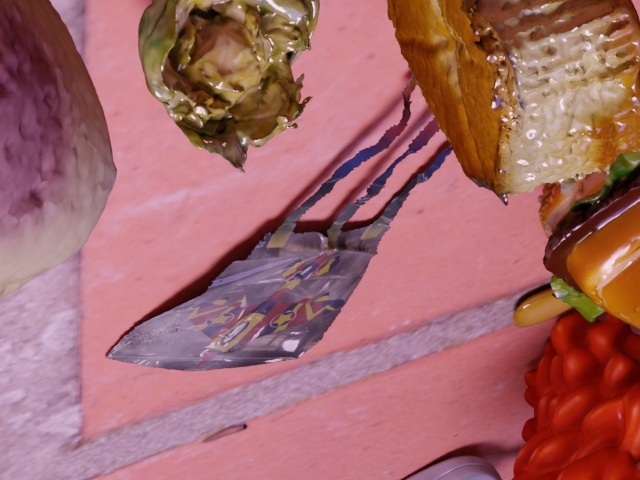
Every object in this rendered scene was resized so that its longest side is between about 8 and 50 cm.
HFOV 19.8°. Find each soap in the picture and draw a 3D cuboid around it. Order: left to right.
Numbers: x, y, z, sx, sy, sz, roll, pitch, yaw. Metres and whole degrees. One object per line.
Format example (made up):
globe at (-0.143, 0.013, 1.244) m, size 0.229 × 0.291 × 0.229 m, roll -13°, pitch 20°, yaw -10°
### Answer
soap at (0.157, 0.031, 1.116) m, size 0.089 × 0.012 × 0.034 m, roll -21°, pitch 153°, yaw -12°

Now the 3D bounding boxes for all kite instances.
kite at (0.001, 0.001, 0.923) m, size 0.141 × 0.015 × 0.245 m, roll -1°, pitch 144°, yaw -45°

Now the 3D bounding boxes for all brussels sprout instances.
brussels sprout at (-0.035, -0.079, 0.710) m, size 0.085 × 0.058 × 0.085 m, roll -9°, pitch 115°, yaw -19°

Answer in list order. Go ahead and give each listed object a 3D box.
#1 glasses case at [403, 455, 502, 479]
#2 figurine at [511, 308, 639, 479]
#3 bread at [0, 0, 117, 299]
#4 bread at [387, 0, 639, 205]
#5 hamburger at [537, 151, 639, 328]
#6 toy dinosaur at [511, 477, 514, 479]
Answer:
glasses case at (0.050, 0.211, 1.291) m, size 0.178 × 0.045 × 0.067 m, roll -33°, pitch 134°, yaw 8°
figurine at (0.280, 0.141, 1.103) m, size 0.411 × 0.306 × 0.241 m, roll -29°, pitch 144°, yaw 0°
bread at (-0.200, -0.069, 0.463) m, size 0.187 × 0.155 × 0.338 m, roll -26°, pitch 154°, yaw 7°
bread at (0.076, -0.082, 0.719) m, size 0.069 × 0.128 × 0.140 m, roll -19°, pitch 152°, yaw -6°
hamburger at (0.177, -0.012, 0.978) m, size 0.137 × 0.087 × 0.166 m, roll -34°, pitch 151°, yaw 15°
toy dinosaur at (0.186, 0.157, 1.328) m, size 0.132 × 0.059 × 0.096 m, roll -22°, pitch 145°, yaw -29°
